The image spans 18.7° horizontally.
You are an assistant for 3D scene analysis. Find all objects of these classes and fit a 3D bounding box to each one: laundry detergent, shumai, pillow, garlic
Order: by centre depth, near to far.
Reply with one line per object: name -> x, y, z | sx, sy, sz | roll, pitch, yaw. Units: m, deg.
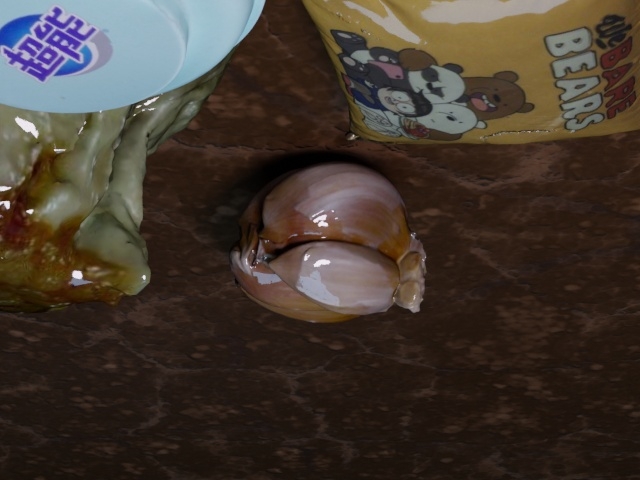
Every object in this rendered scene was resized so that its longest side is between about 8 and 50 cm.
laundry detergent -> -0.172, -0.261, 1.322 | 0.287, 0.305, 0.287 | 1, 154, 0
shumai -> -0.227, -0.106, 1.625 | 0.324, 0.323, 0.397 | 11, 153, -14
pillow -> 0.142, -0.173, 1.689 | 0.312, 0.119, 0.310 | -3, 150, 13
garlic -> 0.000, 0.000, 2.013 | 0.191, 0.160, 0.214 | 17, 173, -17
